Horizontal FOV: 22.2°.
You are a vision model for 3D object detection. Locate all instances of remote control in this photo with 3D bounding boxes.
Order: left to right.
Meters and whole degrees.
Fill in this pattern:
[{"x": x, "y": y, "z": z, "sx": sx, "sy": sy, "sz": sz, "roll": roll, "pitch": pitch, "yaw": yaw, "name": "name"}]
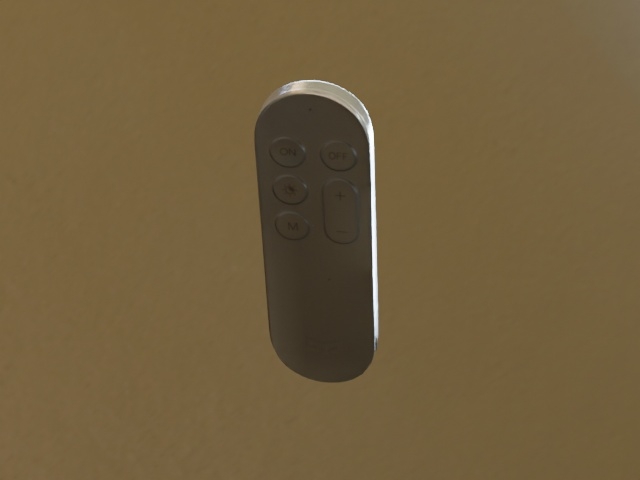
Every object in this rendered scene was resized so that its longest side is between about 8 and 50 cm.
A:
[{"x": 0.000, "y": 0.000, "z": 1.082, "sx": 0.077, "sy": 0.245, "sz": 0.022, "roll": 6, "pitch": -141, "yaw": 11, "name": "remote control"}]
